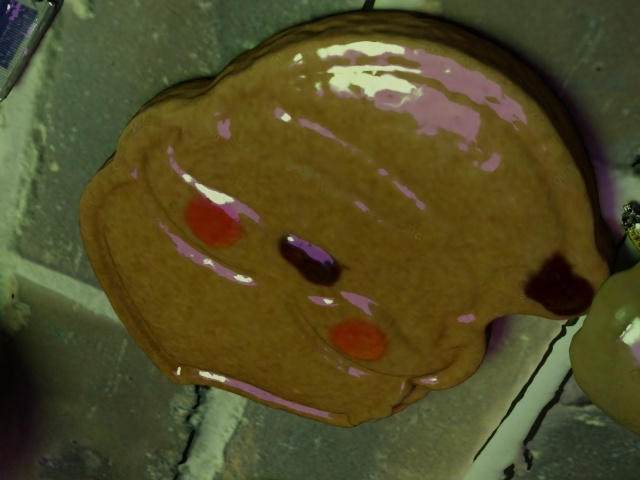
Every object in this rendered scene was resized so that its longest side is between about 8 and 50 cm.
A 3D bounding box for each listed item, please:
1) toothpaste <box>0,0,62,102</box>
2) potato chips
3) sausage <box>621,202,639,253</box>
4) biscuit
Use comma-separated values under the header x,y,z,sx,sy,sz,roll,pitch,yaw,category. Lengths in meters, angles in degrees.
x,y,z,sx,sy,sz,roll,pitch,yaw,category
-0.340,-0.217,0.924,0.282,0.068,0.099,30,152,-15,toothpaste
0.296,0.094,0.923,0.195,0.062,0.208,-28,115,11,potato chips
0.285,0.046,0.948,0.028,0.025,0.198,-20,119,37,sausage
0.000,0.000,0.985,0.350,0.078,0.455,44,129,-13,biscuit
